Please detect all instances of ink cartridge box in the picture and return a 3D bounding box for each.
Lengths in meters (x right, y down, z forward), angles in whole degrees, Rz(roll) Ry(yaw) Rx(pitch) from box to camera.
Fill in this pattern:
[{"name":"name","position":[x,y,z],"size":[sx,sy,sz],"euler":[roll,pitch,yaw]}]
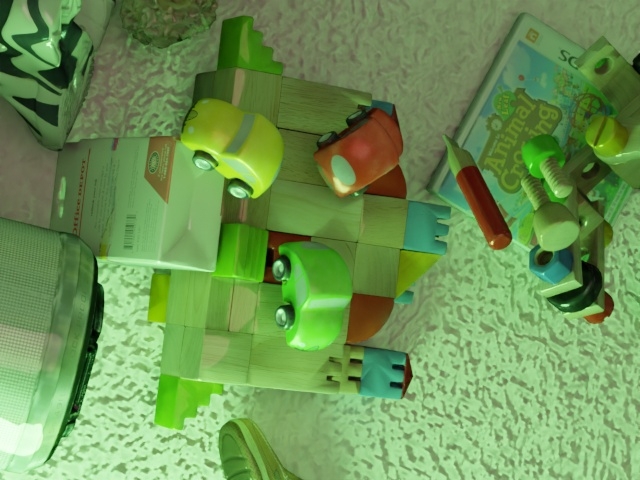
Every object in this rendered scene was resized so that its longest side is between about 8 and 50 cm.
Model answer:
[{"name":"ink cartridge box","position":[-0.172,-0.034,1.652],"size":[0.067,0.198,0.115],"euler":[10,86,-39]}]

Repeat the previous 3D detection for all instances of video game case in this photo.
[{"name":"video game case","position":[0.237,-0.095,1.836],"size":[0.193,0.023,0.212],"euler":[30,82,-13]}]

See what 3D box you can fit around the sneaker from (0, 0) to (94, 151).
[{"name":"sneaker","position":[-0.293,-0.171,1.610],"size":[0.153,0.235,0.094],"euler":[18,71,5]}]

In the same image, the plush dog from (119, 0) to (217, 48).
[{"name":"plush dog","position":[-0.088,-0.323,1.642],"size":[0.262,0.225,0.210],"euler":[-31,97,-16]}]

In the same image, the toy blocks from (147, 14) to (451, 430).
[{"name":"toy blocks","position":[0.000,0.000,1.709],"size":[0.261,0.191,0.381],"euler":[8,87,-27]}]

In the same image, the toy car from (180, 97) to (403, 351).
[{"name":"toy car","position":[-0.005,-0.016,1.578],"size":[0.239,0.053,0.225],"euler":[1,80,-37]}]

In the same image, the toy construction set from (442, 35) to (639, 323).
[{"name":"toy construction set","position":[0.255,-0.079,1.739],"size":[0.309,0.237,0.257],"euler":[6,132,-31]}]

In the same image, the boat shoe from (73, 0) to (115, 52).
[{"name":"boat shoe","position":[-0.315,-0.238,1.651],"size":[0.258,0.095,0.084],"euler":[14,81,-14]}]

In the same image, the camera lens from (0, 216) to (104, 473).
[{"name":"camera lens","position":[-0.341,0.077,1.573],"size":[0.274,0.219,0.219],"euler":[14,85,-14]}]

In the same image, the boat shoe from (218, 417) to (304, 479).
[{"name":"boat shoe","position":[-0.038,0.251,1.740],"size":[0.072,0.068,0.190],"euler":[-26,106,-26]}]
